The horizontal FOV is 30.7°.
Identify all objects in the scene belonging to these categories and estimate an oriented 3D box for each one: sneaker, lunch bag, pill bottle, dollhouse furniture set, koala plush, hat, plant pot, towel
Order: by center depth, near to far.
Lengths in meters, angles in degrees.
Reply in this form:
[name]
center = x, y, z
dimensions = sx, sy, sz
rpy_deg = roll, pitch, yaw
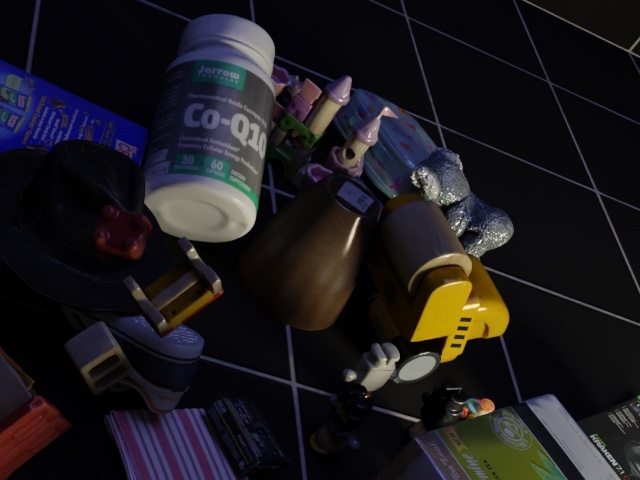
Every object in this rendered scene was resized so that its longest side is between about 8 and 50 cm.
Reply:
[dollhouse furniture set]
center = -0.326, 0.108, 1.482
dimensions = 0.374, 0.152, 0.201
rpy_deg = -36, 72, -13
[towel]
center = -0.201, 0.302, 1.653
dimensions = 0.197, 0.029, 0.144
rpy_deg = 7, 44, -41
[hat]
center = -0.320, -0.053, 1.664
dimensions = 0.331, 0.134, 0.331
rpy_deg = 29, 30, -19
[sneaker]
center = -0.309, 0.138, 1.686
dimensions = 0.321, 0.127, 0.126
rpy_deg = 29, 19, 37
[pill bottle]
center = -0.187, -0.197, 2.013
dimensions = 0.204, 0.204, 0.361
rpy_deg = 20, 60, -23
[plant pot]
center = 0.000, 0.000, 2.020
dimensions = 0.215, 0.230, 0.215
rpy_deg = 24, 35, -18
[koala plush]
center = 0.255, -0.071, 2.303
dimensions = 0.196, 0.203, 0.221
rpy_deg = -33, 99, -57
[lunch bag]
center = 0.151, -0.193, 2.481
dimensions = 0.224, 0.108, 0.279
rpy_deg = 9, 39, -51

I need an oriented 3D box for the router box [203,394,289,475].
[router box]
center = -0.108, 0.287, 1.713
dimensions = 0.122, 0.038, 0.092
rpy_deg = 56, 17, 25

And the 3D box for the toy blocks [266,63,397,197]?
[toy blocks]
center = -0.015, -0.242, 2.279
dimensions = 0.288, 0.260, 0.309
rpy_deg = 41, 34, 9

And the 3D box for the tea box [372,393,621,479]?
[tea box]
center = 0.198, 0.413, 1.598
dimensions = 0.323, 0.329, 0.220
rpy_deg = -7, 53, -47

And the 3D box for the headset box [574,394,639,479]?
[headset box]
center = 0.560, 0.428, 2.087
dimensions = 0.283, 0.131, 0.246
rpy_deg = -7, 53, -47

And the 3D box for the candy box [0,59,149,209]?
[candy box]
center = -0.457, -0.137, 1.877
dimensions = 0.317, 0.122, 0.268
rpy_deg = 25, 34, -15

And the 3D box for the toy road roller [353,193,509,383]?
[toy road roller]
center = 0.215, 0.078, 2.038
dimensions = 0.241, 0.329, 0.202
rpy_deg = -10, 51, -20

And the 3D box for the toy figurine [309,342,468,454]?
[toy figurine]
center = 0.109, 0.290, 1.850
dimensions = 0.209, 0.148, 0.213
rpy_deg = 30, 35, 1

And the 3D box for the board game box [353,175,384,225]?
[board game box]
center = 0.114, -0.013, 2.233
dimensions = 0.035, 0.136, 0.201
rpy_deg = -32, 68, -16

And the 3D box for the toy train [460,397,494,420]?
[toy train]
center = 0.267, 0.323, 2.029
dimensions = 0.125, 0.046, 0.166
rpy_deg = 21, 36, -22
